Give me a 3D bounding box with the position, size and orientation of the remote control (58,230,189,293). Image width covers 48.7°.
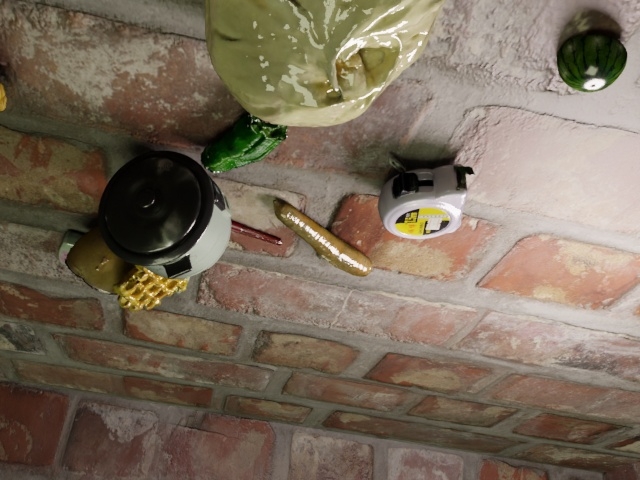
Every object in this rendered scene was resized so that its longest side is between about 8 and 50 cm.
[{"bbox_3d":[-0.522,0.061,1.895,0.343,0.050,0.145,15,150,-16],"label":"remote control"}]

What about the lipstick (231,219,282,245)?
[{"bbox_3d":[-0.171,-0.021,1.702,0.176,0.027,0.027,20,148,-24],"label":"lipstick"}]

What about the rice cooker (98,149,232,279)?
[{"bbox_3d":[-0.313,-0.049,1.445,0.241,0.281,0.227,-20,160,4],"label":"rice cooker"}]

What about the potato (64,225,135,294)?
[{"bbox_3d":[-0.509,0.024,1.716,0.182,0.202,0.117,23,115,-16],"label":"potato"}]

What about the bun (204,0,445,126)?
[{"bbox_3d":[0.013,-0.293,0.930,0.360,0.213,0.361,-9,143,-7],"label":"bun"}]

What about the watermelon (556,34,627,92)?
[{"bbox_3d":[0.422,-0.268,1.101,0.105,0.062,0.105,9,152,5],"label":"watermelon"}]

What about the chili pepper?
[{"bbox_3d":[-0.143,-0.190,1.359,0.098,0.061,0.224,32,141,-29],"label":"chili pepper"}]

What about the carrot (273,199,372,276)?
[{"bbox_3d":[0.001,0.000,1.667,0.070,0.070,0.342,-19,140,38],"label":"carrot"}]

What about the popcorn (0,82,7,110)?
[{"bbox_3d":[-0.652,-0.278,1.193,0.250,0.190,0.250,16,156,7],"label":"popcorn"}]

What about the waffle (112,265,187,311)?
[{"bbox_3d":[-0.377,0.053,1.683,0.249,0.056,0.253,-23,142,-40],"label":"waffle"}]

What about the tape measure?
[{"bbox_3d":[0.207,-0.083,1.443,0.178,0.105,0.196,-1,152,-2],"label":"tape measure"}]
